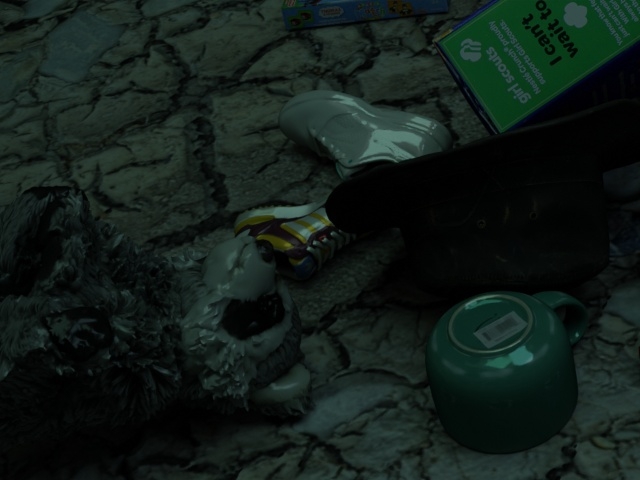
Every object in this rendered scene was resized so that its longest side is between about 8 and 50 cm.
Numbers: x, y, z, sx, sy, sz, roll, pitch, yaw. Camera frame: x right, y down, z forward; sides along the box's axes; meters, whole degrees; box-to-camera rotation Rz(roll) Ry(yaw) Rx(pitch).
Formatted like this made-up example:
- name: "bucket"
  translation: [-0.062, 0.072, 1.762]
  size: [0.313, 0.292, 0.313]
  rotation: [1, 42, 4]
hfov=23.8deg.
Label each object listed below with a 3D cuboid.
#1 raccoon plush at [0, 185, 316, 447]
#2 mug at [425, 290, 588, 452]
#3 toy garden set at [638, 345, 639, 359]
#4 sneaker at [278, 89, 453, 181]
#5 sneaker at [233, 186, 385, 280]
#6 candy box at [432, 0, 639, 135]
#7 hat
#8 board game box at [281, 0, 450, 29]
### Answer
- name: "raccoon plush"
  translation: [-0.221, 0.126, 1.449]
  size: [0.446, 0.299, 0.216]
  rotation: [-33, 45, 34]
- name: "mug"
  translation: [0.161, 0.098, 1.342]
  size: [0.129, 0.097, 0.158]
  rotation: [0, 42, 21]
- name: "toy garden set"
  translation: [0.372, 0.005, 1.341]
  size: [0.203, 0.049, 0.244]
  rotation: [-13, 59, 20]
- name: "sneaker"
  translation: [0.033, -0.102, 1.657]
  size: [0.212, 0.080, 0.094]
  rotation: [12, 59, 31]
- name: "sneaker"
  translation: [0.000, 0.000, 1.555]
  size: [0.185, 0.069, 0.084]
  rotation: [-15, 47, 13]
- name: "candy box"
  translation: [0.282, -0.210, 1.465]
  size: [0.317, 0.268, 0.122]
  rotation: [-36, 80, 6]
- name: "hat"
  translation: [0.177, -0.011, 1.406]
  size: [0.331, 0.331, 0.134]
  rotation: [-14, 76, 4]
- name: "board game box"
  translation: [0.067, -0.339, 1.953]
  size: [0.211, 0.039, 0.160]
  rotation: [-4, 40, 15]
